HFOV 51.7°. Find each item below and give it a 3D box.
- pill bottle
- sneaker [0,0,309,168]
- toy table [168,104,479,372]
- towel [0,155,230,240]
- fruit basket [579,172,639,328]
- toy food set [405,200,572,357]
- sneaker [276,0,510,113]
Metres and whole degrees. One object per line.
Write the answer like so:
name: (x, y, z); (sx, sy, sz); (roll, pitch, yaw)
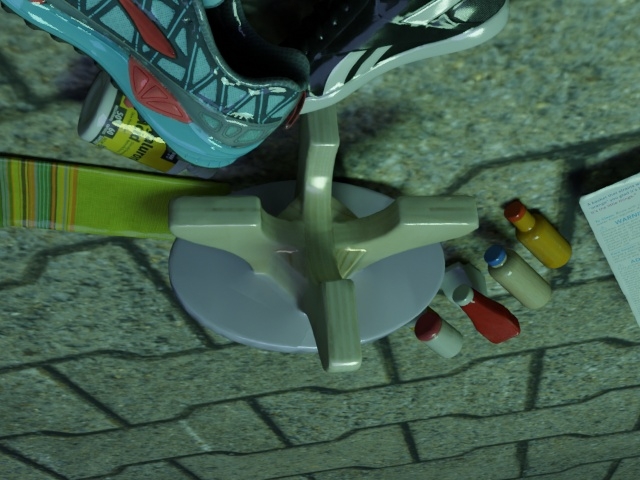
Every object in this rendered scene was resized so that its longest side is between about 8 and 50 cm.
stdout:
pill bottle: (-0.141, -0.096, 0.569); (0.116, 0.065, 0.065); (21, 137, -34)
sneaker: (-0.105, -0.166, 0.416); (0.125, 0.104, 0.262); (-23, 131, 31)
toy table: (0.000, 0.000, 0.602); (0.274, 0.252, 0.161); (-12, 163, -14)
towel: (-0.218, -0.036, 0.679); (0.237, 0.021, 0.102); (6, 144, -17)
fruit basket: (0.501, -0.008, 0.751); (0.327, 0.165, 0.353); (-24, 125, 23)
toy food set: (0.179, 0.057, 0.800); (0.232, 0.111, 0.104); (-31, 126, 32)
sneaker: (0.019, -0.178, 0.479); (0.217, 0.079, 0.121); (-19, 136, 12)
